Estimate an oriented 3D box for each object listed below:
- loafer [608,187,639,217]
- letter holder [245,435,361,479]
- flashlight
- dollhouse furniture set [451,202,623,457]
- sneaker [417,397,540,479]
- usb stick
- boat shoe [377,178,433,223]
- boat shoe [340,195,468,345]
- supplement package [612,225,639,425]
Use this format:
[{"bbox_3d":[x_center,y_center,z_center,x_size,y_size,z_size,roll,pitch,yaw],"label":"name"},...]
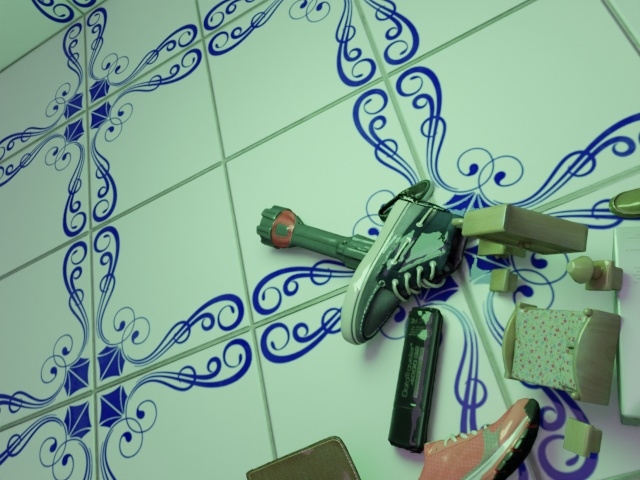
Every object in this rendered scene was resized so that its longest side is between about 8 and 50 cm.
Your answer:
[{"bbox_3d":[0.603,-0.077,1.020,0.148,0.050,0.056,-8,66,25],"label":"loafer"},{"bbox_3d":[0.025,0.533,1.016,0.215,0.152,0.301,-28,59,13],"label":"letter holder"},{"bbox_3d":[0.000,0.000,1.287,0.304,0.103,0.103,17,52,28],"label":"flashlight"},{"bbox_3d":[0.313,0.134,0.951,0.303,0.174,0.355,169,113,-71],"label":"dollhouse furniture set"},{"bbox_3d":[0.250,0.378,0.980,0.313,0.116,0.136,-51,54,1],"label":"sneaker"},{"bbox_3d":[0.187,0.267,1.102,0.077,0.045,0.277,0,70,35],"label":"usb stick"},{"bbox_3d":[0.189,-0.089,1.252,0.142,0.040,0.049,-39,57,9],"label":"boat shoe"},{"bbox_3d":[0.175,0.071,1.137,0.158,0.127,0.340,17,77,38],"label":"boat shoe"},{"bbox_3d":[0.558,0.140,0.878,0.178,0.175,0.292,-1,69,26],"label":"supplement package"}]
